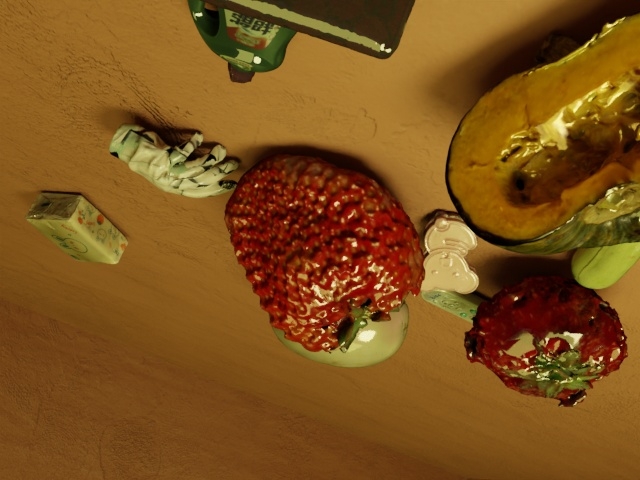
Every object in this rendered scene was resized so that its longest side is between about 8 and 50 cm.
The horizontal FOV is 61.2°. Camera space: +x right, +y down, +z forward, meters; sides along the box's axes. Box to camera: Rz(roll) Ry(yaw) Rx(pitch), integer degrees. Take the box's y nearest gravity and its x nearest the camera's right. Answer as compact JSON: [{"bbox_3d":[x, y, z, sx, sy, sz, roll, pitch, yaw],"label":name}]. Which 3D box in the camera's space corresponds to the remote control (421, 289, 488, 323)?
[{"bbox_3d":[0.319,0.140,1.186,0.221,0.042,0.078,25,149,-16],"label":"remote control"}]

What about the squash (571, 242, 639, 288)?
[{"bbox_3d":[0.453,0.000,0.828,0.083,0.083,0.250,11,150,10],"label":"squash"}]

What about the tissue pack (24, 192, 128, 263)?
[{"bbox_3d":[-0.590,-0.025,1.322,0.148,0.092,0.196,3,149,22],"label":"tissue pack"}]

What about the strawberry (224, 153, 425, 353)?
[{"bbox_3d":[0.000,0.000,0.935,0.312,0.267,0.351,-41,89,28],"label":"strawberry"}]

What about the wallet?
[{"bbox_3d":[-0.006,-0.290,0.511,0.229,0.049,0.182,17,107,-5],"label":"wallet"}]

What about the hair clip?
[{"bbox_3d":[0.227,0.025,0.970,0.123,0.102,0.138,7,149,12],"label":"hair clip"}]

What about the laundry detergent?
[{"bbox_3d":[-0.094,-0.273,0.648,0.144,0.078,0.222,24,153,-9],"label":"laundry detergent"}]

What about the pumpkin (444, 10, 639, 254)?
[{"bbox_3d":[0.322,-0.116,0.607,0.232,0.242,0.325,3,163,-45],"label":"pumpkin"}]

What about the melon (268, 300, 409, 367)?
[{"bbox_3d":[0.033,0.160,1.186,0.317,0.223,0.223,9,151,23],"label":"melon"}]

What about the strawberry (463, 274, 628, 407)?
[{"bbox_3d":[0.405,0.164,1.003,0.274,0.220,0.274,8,135,8],"label":"strawberry"}]

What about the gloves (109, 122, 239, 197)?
[{"bbox_3d":[-0.251,-0.130,0.952,0.212,0.111,0.127,29,145,-7],"label":"gloves"}]
